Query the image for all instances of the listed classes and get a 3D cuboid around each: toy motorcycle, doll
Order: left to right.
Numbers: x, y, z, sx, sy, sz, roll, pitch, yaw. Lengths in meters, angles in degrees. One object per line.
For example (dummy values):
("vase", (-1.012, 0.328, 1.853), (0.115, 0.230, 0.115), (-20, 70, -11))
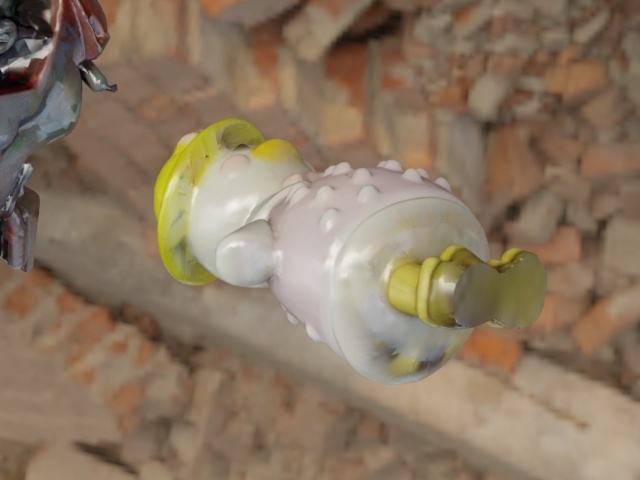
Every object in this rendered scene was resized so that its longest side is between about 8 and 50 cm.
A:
("toy motorcycle", (-0.171, -0.061, 0.995), (0.082, 0.122, 0.213), (31, 129, 25))
("doll", (0.000, 0.000, 0.750), (0.129, 0.081, 0.207), (-1, -164, -41))
